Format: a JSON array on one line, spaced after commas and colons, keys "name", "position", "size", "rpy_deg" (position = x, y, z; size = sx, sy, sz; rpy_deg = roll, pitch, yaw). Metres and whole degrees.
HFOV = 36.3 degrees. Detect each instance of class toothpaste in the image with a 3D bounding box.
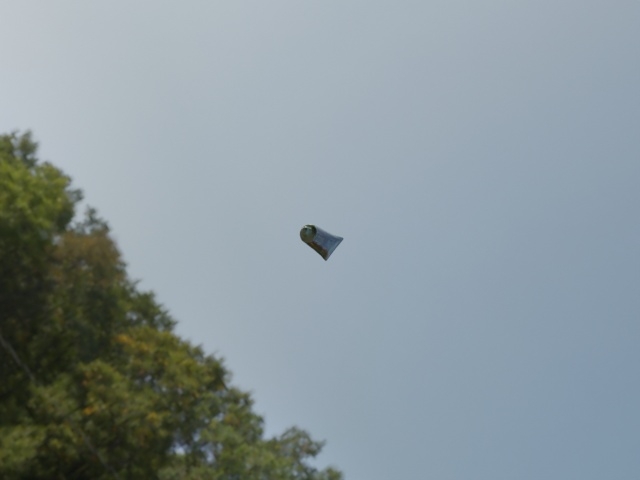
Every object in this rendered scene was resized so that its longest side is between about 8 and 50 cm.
[{"name": "toothpaste", "position": [0.000, 0.000, 1.170], "size": [0.021, 0.037, 0.140], "rpy_deg": [38, 2, 19]}]
